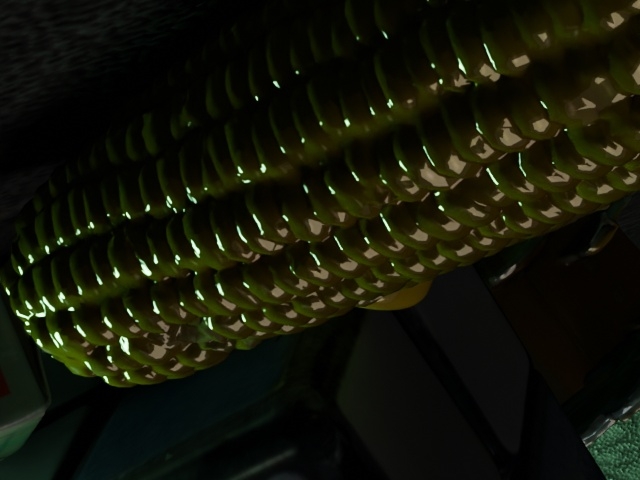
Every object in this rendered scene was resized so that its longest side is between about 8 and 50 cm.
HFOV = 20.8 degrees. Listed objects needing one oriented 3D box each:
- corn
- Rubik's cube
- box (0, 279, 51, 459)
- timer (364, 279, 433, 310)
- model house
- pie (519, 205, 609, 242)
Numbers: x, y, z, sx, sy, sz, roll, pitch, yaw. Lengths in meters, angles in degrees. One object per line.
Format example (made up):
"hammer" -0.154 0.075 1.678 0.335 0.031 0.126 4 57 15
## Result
"corn" 0.026 -0.045 0.565 0.363 0.120 0.120 -26 172 37
"Rubik's cube" -0.020 0.195 0.950 0.316 0.318 0.313 -27 -164 21
"box" -0.263 0.102 0.796 0.269 0.079 0.135 -20 172 -24
"timer" 0.000 0.000 0.779 0.107 0.107 0.109 -9 123 -61
"model house" 0.142 0.057 1.252 0.313 0.242 0.358 -44 180 4
"pie" 0.182 -0.076 0.933 0.306 0.071 0.306 -26 171 -4
